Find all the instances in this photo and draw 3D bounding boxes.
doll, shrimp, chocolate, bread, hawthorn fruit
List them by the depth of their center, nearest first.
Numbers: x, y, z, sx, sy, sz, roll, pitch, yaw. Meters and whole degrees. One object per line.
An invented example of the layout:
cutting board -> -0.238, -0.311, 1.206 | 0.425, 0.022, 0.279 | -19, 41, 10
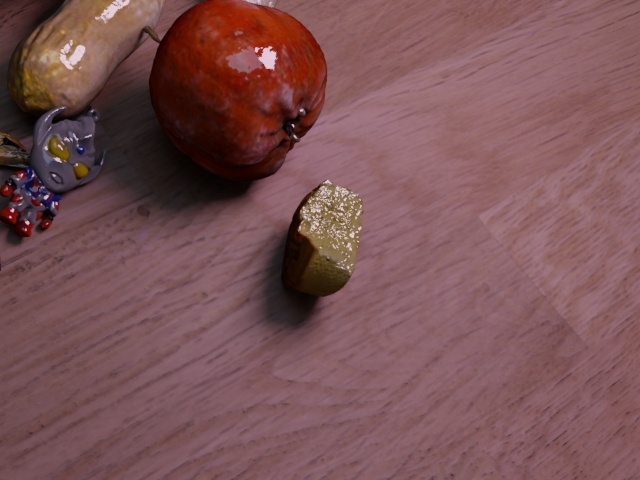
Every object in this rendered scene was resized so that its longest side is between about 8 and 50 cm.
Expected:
doll -> -0.340, -0.094, 1.331 | 0.104, 0.062, 0.195 | 38, 65, -18
bread -> -0.004, 0.008, 1.342 | 0.086, 0.125, 0.156 | 20, 46, -13
shrimp -> -0.411, -0.121, 1.362 | 0.108, 0.023, 0.059 | 8, 50, -12
hawthorn fruit -> -0.134, -0.214, 1.375 | 0.271, 0.242, 0.242 | 33, 57, 13
chocolate -> -0.315, -0.284, 1.424 | 0.134, 0.134, 0.309 | 30, 60, 3

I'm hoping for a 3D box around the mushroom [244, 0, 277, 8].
mushroom -> -0.093, -0.420, 1.588 | 0.108, 0.096, 0.247 | 11, 51, 21
